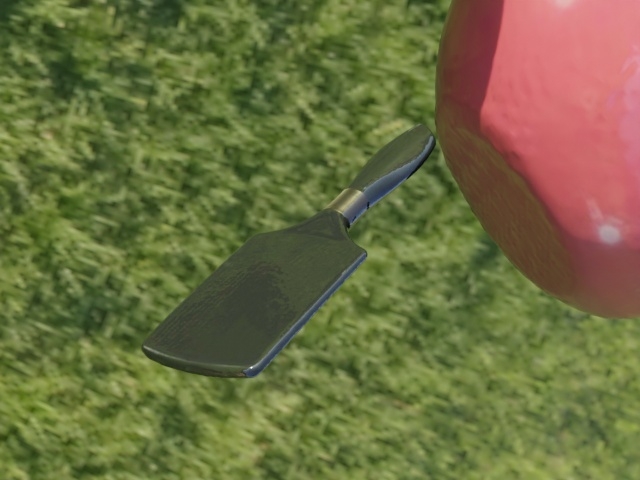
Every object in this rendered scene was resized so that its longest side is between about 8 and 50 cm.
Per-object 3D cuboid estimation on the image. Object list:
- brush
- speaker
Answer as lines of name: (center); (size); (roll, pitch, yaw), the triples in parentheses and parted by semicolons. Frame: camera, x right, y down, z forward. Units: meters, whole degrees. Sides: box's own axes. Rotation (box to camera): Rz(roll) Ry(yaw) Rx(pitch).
brush: (0.000, 0.000, 0.709); (0.193, 0.063, 0.016); (-46, 133, -39)
speaker: (0.219, -0.088, 0.928); (0.294, 0.294, 0.294); (-18, 116, -43)
